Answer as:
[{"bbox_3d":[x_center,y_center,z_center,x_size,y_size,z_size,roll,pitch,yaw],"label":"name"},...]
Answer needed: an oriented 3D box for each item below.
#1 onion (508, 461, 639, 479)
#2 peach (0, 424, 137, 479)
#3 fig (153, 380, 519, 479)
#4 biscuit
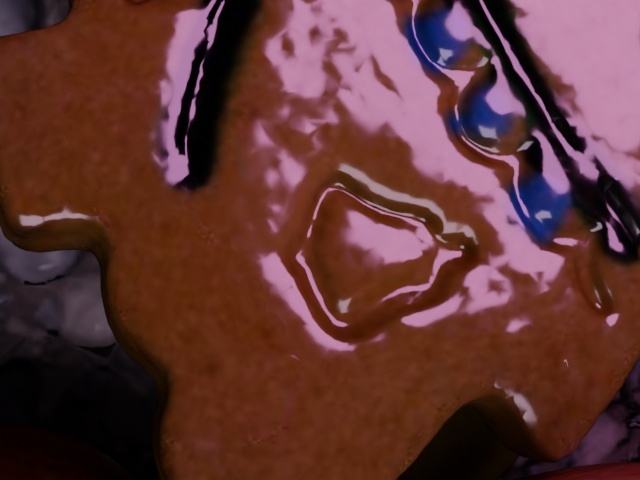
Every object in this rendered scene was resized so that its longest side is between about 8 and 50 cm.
[{"bbox_3d":[0.102,0.220,0.586,0.354,0.353,0.353,0,123,-1],"label":"onion"},{"bbox_3d":[-0.134,0.192,0.779,0.154,0.159,0.267,27,117,-5],"label":"peach"},{"bbox_3d":[0.003,0.012,0.677,0.148,0.142,0.186,-21,121,9],"label":"fig"},{"bbox_3d":[0.047,-0.050,0.622,0.301,0.043,0.278,-9,80,-13],"label":"biscuit"}]
